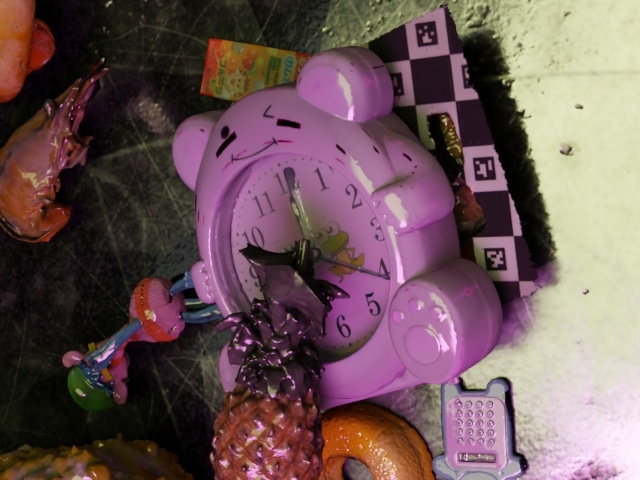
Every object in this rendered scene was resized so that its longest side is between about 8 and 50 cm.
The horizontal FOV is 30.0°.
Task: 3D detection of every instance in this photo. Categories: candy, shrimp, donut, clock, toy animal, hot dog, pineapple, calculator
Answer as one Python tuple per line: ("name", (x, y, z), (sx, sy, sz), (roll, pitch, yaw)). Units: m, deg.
("candy", (-0.062, -0.169, 1.235), (0.121, 0.038, 0.062), (13, 98, 23))
("shrimp", (-0.278, -0.097, 1.323), (0.262, 0.066, 0.117), (-37, 92, 35))
("donut", (0.036, 0.236, 1.201), (0.151, 0.058, 0.152), (1, 92, 26))
("clock", (0.000, 0.000, 1.147), (0.295, 0.113, 0.322), (-20, 90, 36))
("toy animal", (-0.191, 0.103, 1.271), (0.208, 0.103, 0.100), (-33, 88, 18))
("hot dog", (-0.409, -0.230, 1.325), (0.256, 0.153, 0.150), (10, 92, 21))
("pineapple", (-0.038, 0.114, 1.072), (0.119, 0.111, 0.237), (5, 101, 3))
("calculator", (0.153, 0.204, 1.168), (0.094, 0.019, 0.141), (-3, 91, 21))

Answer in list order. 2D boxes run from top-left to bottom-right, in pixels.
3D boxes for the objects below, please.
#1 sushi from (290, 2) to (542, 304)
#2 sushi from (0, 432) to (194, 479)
("sushi", (0.103, -0.062, 1.156), (0.192, 0.043, 0.280), (-21, 90, 36))
("sushi", (-0.257, 0.395, 1.206), (0.351, 0.240, 0.397), (-14, 79, 11))
